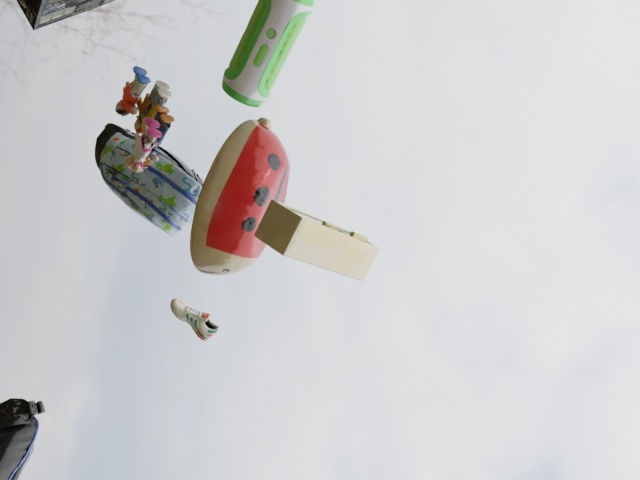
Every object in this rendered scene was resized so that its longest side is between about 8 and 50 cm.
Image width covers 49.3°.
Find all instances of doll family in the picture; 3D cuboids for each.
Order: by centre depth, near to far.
[{"bbox_3d":[-0.401,-0.265,1.636,0.163,0.118,0.263,-45,-130,40],"label":"doll family"}]

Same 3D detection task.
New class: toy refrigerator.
[{"bbox_3d":[0.000,0.000,1.469,0.102,0.269,0.094,32,-83,42],"label":"toy refrigerator"}]

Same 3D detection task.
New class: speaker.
[{"bbox_3d":[-0.125,-0.469,1.642,0.297,0.131,0.131,-59,-143,27],"label":"speaker"}]

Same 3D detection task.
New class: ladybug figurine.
[{"bbox_3d":[-0.200,-0.104,1.855,0.161,0.305,0.449,22,-77,16],"label":"ladybug figurine"}]

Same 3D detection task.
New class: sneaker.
[{"bbox_3d":[-0.357,0.216,2.008,0.075,0.161,0.057,-33,-163,32],"label":"sneaker"}]

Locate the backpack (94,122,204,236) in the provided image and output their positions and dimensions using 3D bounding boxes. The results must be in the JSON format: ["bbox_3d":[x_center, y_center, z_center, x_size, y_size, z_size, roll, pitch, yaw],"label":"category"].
[{"bbox_3d":[-0.499,-0.171,2.106,0.355,0.290,0.273,15,-112,25],"label":"backpack"}]

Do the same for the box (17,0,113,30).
[{"bbox_3d":[-0.348,-0.396,1.018,0.078,0.180,0.147,63,-26,-9],"label":"box"}]

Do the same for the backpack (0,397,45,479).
[{"bbox_3d":[-0.672,0.393,1.237,0.213,0.263,0.277,-53,-164,37],"label":"backpack"}]
